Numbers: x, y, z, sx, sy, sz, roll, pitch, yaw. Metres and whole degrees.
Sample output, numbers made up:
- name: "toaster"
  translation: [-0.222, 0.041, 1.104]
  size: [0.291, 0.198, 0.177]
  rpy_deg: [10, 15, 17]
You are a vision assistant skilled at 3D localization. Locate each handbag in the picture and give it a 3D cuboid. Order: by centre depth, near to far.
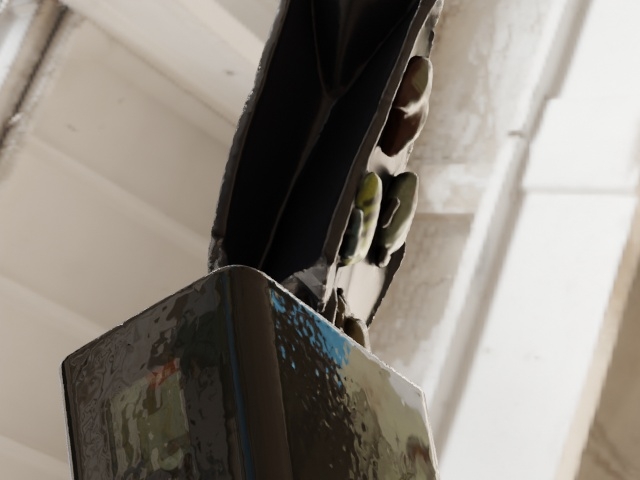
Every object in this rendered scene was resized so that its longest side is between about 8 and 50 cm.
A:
- name: "handbag"
  translation: [0.000, 0.000, 0.870]
  size: [0.303, 0.121, 0.329]
  rpy_deg: [94, -170, -49]

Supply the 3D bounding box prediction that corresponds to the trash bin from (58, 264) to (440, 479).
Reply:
- name: "trash bin"
  translation: [-0.016, 0.154, 0.497]
  size: [0.165, 0.115, 0.226]
  rpy_deg: [39, -150, -45]
